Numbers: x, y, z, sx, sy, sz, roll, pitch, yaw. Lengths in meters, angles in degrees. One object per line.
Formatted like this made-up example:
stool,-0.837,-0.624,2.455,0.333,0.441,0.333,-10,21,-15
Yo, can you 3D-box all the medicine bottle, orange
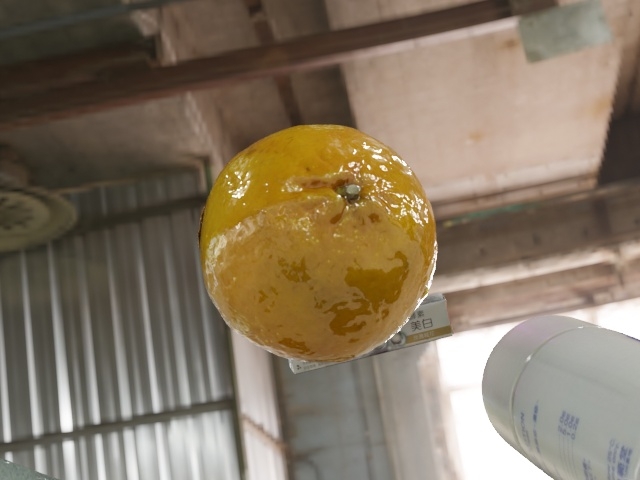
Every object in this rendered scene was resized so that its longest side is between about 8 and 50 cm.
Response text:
medicine bottle,0.222,0.136,0.982,0.130,0.130,0.341,-5,6,-12
orange,-0.001,0.002,1.170,0.219,0.219,0.193,-7,-3,-5

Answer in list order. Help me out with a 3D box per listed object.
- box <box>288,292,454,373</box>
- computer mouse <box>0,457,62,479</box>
box,0.062,0.121,1.697,0.218,0.055,0.039,-13,12,-3
computer mouse,-0.170,0.184,0.736,0.068,0.113,0.229,-36,-38,10
